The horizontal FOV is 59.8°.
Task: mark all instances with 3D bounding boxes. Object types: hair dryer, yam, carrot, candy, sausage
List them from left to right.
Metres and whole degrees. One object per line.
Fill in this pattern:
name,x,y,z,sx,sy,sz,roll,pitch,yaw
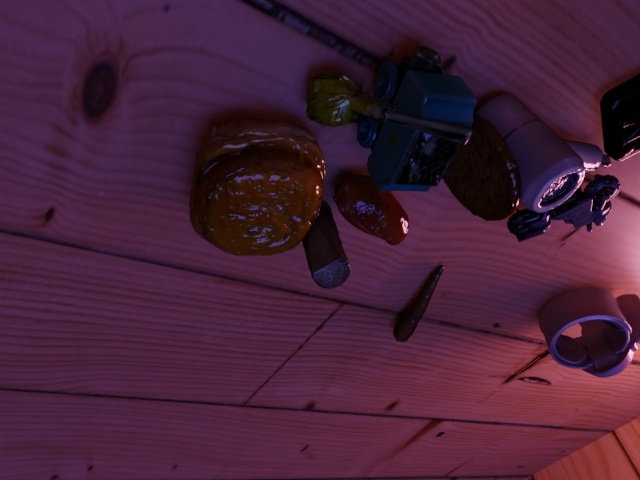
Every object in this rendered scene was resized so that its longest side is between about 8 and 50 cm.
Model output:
yam,0.000,0.000,0.921,0.068,0.169,0.068,-7,130,-8
sausage,0.095,-0.050,0.954,0.089,0.089,0.179,-36,137,21
candy,0.080,-0.164,0.709,0.077,0.262,0.073,-5,114,-44
carrot,0.224,0.146,1.266,0.049,0.049,0.254,3,132,-23
hair dryer,0.413,-0.139,0.931,0.357,0.173,0.107,-3,139,-37

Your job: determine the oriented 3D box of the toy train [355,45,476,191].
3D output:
toy train,0.128,-0.161,0.785,0.107,0.154,0.198,0,137,-23

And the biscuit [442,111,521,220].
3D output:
biscuit,0.238,-0.115,0.857,0.027,0.188,0.188,-31,143,-14

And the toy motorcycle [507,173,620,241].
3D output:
toy motorcycle,0.478,-0.057,1.096,0.215,0.080,0.122,-24,138,17

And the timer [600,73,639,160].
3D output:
timer,0.568,-0.225,0.930,0.187,0.055,0.144,-28,132,6

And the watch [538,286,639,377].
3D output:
watch,0.702,0.210,1.439,0.231,0.196,0.244,35,120,-20

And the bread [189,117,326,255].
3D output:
bread,-0.093,-0.070,0.836,0.198,0.120,0.236,-1,138,-22
